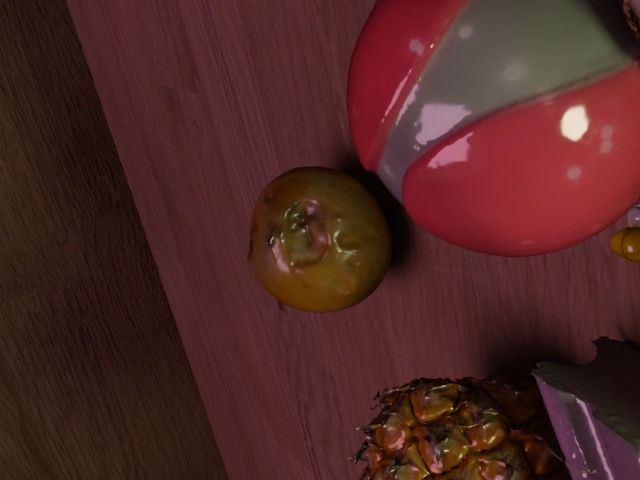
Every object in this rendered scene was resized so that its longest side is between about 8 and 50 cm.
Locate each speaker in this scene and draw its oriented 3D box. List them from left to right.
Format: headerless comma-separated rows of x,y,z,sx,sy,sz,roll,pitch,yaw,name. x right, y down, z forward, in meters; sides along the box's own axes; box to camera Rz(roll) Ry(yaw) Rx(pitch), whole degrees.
0.176,-0.126,0.767,0.294,0.294,0.294,44,148,37,speaker

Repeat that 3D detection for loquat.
0.000,0.000,1.315,0.244,0.244,0.243,44,148,37,loquat

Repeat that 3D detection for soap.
0.369,0.208,0.812,0.258,0.159,0.302,-49,56,59,soap

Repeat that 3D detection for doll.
0.317,-0.032,0.848,0.135,0.072,0.113,34,134,55,doll

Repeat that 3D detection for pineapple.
0.190,0.328,1.092,0.352,0.353,0.300,148,123,-65,pineapple

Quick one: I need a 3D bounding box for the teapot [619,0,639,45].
0.315,-0.214,0.603,0.204,0.139,0.298,-32,81,38,teapot
